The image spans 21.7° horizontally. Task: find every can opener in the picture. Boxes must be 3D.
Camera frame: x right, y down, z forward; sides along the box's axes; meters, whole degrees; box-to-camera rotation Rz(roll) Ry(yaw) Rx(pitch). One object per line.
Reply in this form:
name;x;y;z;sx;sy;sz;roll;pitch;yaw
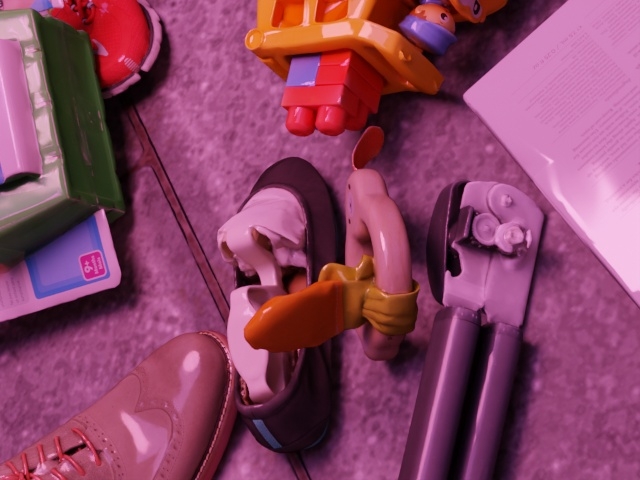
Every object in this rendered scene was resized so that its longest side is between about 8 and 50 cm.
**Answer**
can opener;0.113;0.084;1.288;0.093;0.074;0.280;-33;41;61

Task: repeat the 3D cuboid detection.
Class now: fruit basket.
fruit basket;-0.373;-0.069;1.564;0.353;0.165;0.327;-15;78;15

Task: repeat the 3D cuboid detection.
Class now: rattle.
rattle;0.000;0.000;1.342;0.143;0.130;0.199;-13;62;1

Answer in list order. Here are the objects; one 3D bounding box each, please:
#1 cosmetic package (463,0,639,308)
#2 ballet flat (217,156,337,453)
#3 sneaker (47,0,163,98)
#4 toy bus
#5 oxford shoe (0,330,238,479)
cosmetic package;0.330;-0.128;1.220;0.377;0.097;0.284;-41;49;10
ballet flat;-0.035;0.036;1.382;0.095;0.096;0.280;-20;57;25
sneaker;-0.249;-0.250;1.656;0.107;0.118;0.279;-40;51;12
toy bus;0.048;-0.183;1.403;0.220;0.149;0.211;-3;66;31
oxford shoe;-0.201;0.208;1.382;0.348;0.130;0.123;-52;50;1
